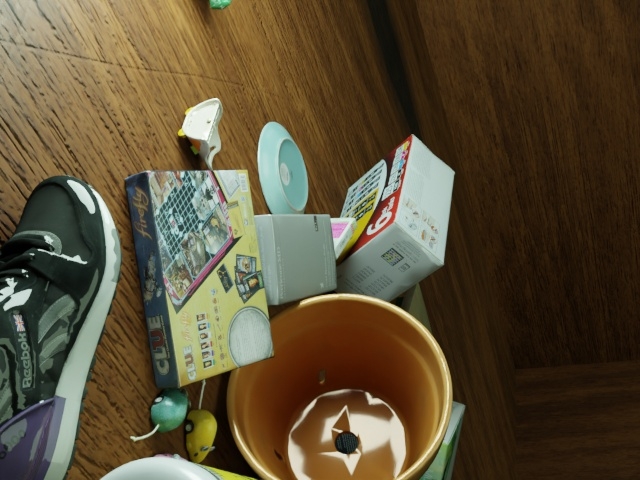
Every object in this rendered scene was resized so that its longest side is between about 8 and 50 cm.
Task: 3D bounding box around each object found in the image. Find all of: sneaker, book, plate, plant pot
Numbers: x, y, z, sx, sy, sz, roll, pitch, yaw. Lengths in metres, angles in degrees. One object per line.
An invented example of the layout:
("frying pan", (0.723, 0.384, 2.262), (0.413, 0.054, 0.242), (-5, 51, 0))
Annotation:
("sneaker", (-0.245, 0.060, 0.580), (0.124, 0.107, 0.283), (38, 46, -53))
("book", (0.000, 0.000, 1.247), (0.144, 0.096, 0.035), (-53, 131, -62))
("plate", (-0.056, -0.111, 1.250), (0.188, 0.024, 0.188), (-8, 90, -70))
("plant pot", (0.033, 0.248, 1.017), (0.203, 0.291, 0.290), (80, 13, -53))

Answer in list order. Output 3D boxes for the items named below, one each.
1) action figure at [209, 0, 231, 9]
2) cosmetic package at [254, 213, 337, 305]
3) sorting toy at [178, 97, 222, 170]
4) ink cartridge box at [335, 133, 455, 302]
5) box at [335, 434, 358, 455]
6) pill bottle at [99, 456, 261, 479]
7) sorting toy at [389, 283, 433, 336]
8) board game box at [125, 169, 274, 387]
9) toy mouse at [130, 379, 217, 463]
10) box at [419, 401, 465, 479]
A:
("action figure", (-0.171, -0.440, 1.024), (0.137, 0.064, 0.232), (-40, 115, -68))
("cosmetic package", (-0.063, 0.025, 1.067), (0.238, 0.107, 0.127), (-11, 95, -72))
("sorting toy", (-0.153, -0.134, 0.984), (0.075, 0.045, 0.083), (70, 22, -46))
("ink cartridge box", (0.116, -0.016, 1.446), (0.130, 0.272, 0.309), (39, 36, -16))
("box", (0.097, 0.337, 1.279), (0.156, 0.158, 0.093), (-26, 107, -68))
("pill bottle", (-0.092, 0.336, 0.743), (0.334, 0.188, 0.187), (47, 40, -57))
("sorting toy", (0.187, 0.268, 1.640), (0.255, 0.089, 0.257), (-59, 137, -59))
("board game box", (-0.140, 0.038, 0.880), (0.165, 0.042, 0.243), (-8, 89, -52))
("toy mouse", (-0.160, 0.226, 0.829), (0.143, 0.031, 0.161), (40, 45, -60))
("box", (0.244, 0.534, 1.587), (0.232, 0.059, 0.322), (-23, 122, -69))
